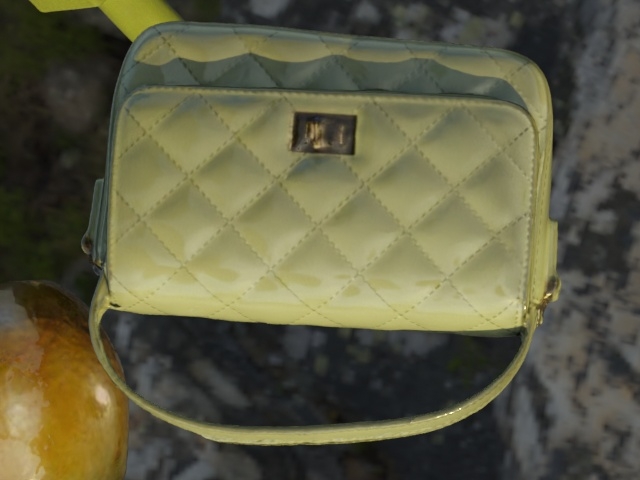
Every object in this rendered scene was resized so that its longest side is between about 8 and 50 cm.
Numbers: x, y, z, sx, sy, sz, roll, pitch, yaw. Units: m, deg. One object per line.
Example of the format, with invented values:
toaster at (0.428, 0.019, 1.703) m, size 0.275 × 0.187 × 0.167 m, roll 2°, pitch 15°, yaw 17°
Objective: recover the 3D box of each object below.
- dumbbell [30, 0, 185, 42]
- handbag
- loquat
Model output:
dumbbell at (-0.146, -0.187, 1.576) m, size 0.108 × 0.302 × 0.121 m, roll 32°, pitch 82°, yaw 42°
handbag at (0.000, 0.000, 0.981) m, size 0.256 × 0.079 × 0.219 m, roll 4°, pitch 76°, yaw 5°
loquat at (-0.244, 0.145, 1.500) m, size 0.179 × 0.179 × 0.227 m, roll -3°, pitch 93°, yaw 38°
